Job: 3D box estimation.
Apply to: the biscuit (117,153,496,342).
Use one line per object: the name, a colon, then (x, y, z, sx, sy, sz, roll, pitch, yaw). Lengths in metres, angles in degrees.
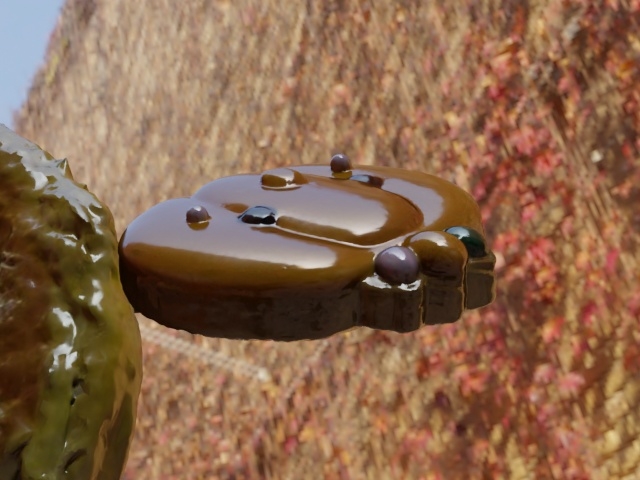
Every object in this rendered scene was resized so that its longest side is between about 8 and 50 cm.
biscuit: (0.000, -0.004, 0.595, 0.170, 0.170, 0.050, -7, -71, -11)

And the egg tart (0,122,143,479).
egg tart: (-0.234, 0.096, 0.718, 0.340, 0.351, 0.153, -22, -32, 5)
